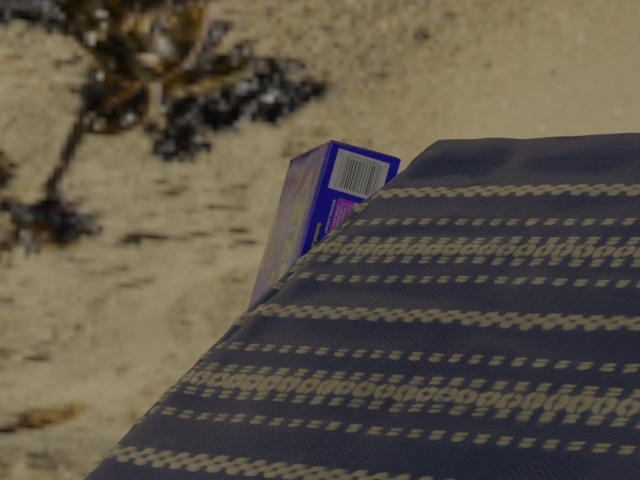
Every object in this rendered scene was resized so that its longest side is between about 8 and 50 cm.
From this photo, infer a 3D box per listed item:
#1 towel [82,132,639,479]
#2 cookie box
[{"bbox_3d":[0.049,0.060,0.440,0.243,0.040,0.336,-1,-151,37],"label":"towel"},{"bbox_3d":[0.000,0.000,0.929,0.040,0.092,0.107,16,175,-11],"label":"cookie box"}]
